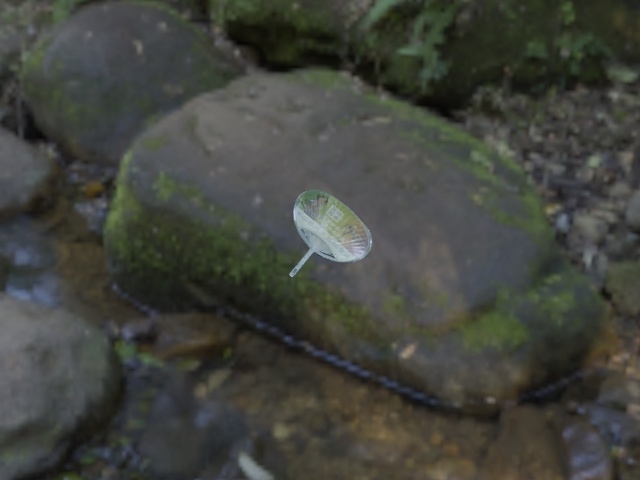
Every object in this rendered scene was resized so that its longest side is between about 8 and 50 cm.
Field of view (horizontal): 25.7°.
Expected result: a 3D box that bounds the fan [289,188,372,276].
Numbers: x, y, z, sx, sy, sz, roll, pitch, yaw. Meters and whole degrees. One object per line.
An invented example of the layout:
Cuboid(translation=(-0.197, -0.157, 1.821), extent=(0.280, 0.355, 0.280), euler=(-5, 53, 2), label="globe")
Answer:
Cuboid(translation=(-0.002, -0.008, 0.945), extent=(0.080, 0.003, 0.060), euler=(-13, 67, -38), label="fan")
